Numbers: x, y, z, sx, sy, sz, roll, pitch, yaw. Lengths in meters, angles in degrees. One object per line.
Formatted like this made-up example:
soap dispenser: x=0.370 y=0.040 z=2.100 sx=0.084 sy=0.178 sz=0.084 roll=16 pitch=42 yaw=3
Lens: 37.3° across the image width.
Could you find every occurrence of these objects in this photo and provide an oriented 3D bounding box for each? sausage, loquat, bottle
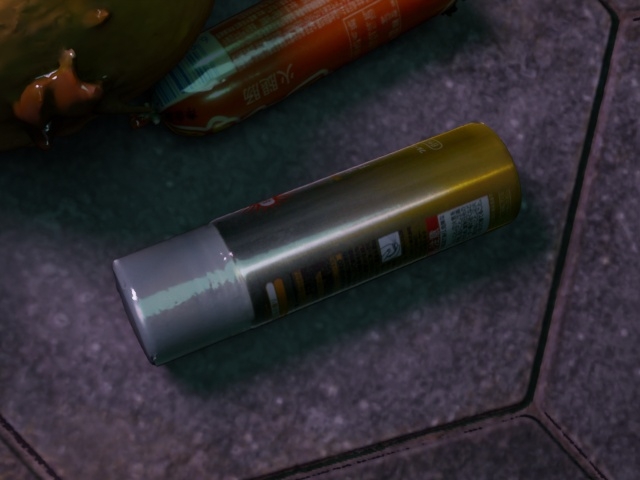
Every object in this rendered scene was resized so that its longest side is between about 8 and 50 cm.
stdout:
sausage: x=-0.023 y=-0.147 z=0.693 sx=0.264 sy=0.083 sz=0.083 roll=-30 pitch=88 yaw=-13
loquat: x=-0.189 y=-0.178 z=0.562 sx=0.275 sy=0.275 sz=0.275 roll=2 pitch=81 yaw=-12
bottle: x=0.000 y=0.000 z=0.669 sx=0.286 sy=0.082 sz=0.082 roll=-22 pitch=86 yaw=-14
